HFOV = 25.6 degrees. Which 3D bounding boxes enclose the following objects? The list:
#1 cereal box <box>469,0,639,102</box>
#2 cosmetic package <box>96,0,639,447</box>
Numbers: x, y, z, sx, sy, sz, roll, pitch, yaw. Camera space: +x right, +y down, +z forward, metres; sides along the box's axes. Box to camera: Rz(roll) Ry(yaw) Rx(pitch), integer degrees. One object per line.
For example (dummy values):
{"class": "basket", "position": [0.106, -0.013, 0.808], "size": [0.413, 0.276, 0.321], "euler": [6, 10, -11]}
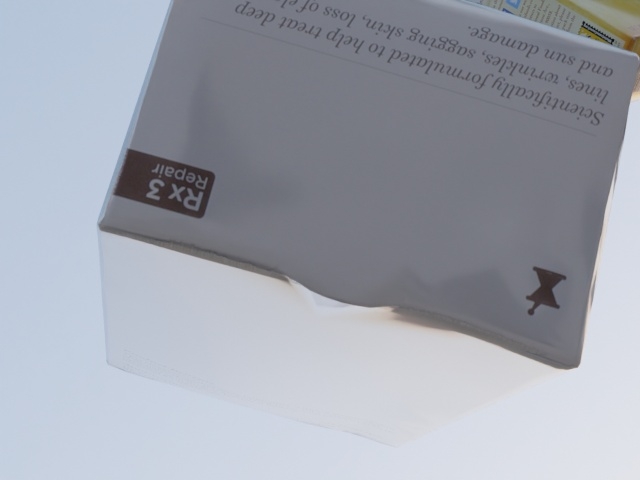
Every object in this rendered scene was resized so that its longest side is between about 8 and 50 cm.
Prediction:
{"class": "cereal box", "position": [0.127, -0.162, 0.814], "size": [0.173, 0.240, 0.047], "euler": [-17, -44, -44]}
{"class": "cosmetic package", "position": [0.000, 0.000, 0.769], "size": [0.217, 0.385, 0.156], "euler": [17, -106, -6]}
